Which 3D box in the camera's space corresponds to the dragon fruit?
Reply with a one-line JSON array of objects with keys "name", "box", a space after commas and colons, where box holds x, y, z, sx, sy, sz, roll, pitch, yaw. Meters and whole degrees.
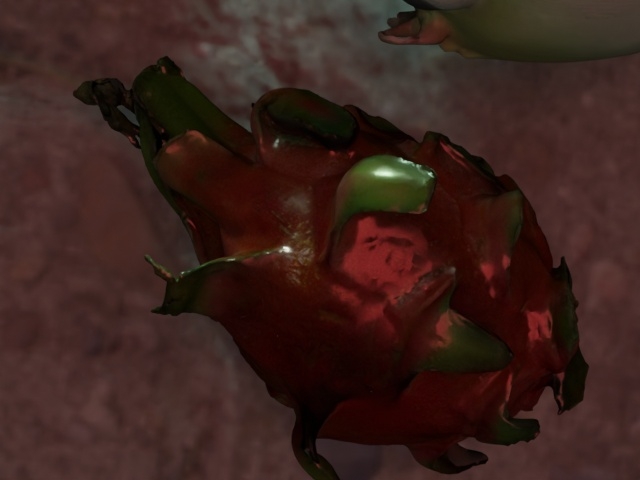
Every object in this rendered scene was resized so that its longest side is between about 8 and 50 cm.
[{"name": "dragon fruit", "box": [-0.001, 0.003, 0.488, 0.236, 0.137, 0.135, 36, 101, -4]}]

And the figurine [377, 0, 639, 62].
[{"name": "figurine", "box": [-0.005, -0.213, 0.463, 0.394, 0.226, 0.274, 6, 105, 9]}]
